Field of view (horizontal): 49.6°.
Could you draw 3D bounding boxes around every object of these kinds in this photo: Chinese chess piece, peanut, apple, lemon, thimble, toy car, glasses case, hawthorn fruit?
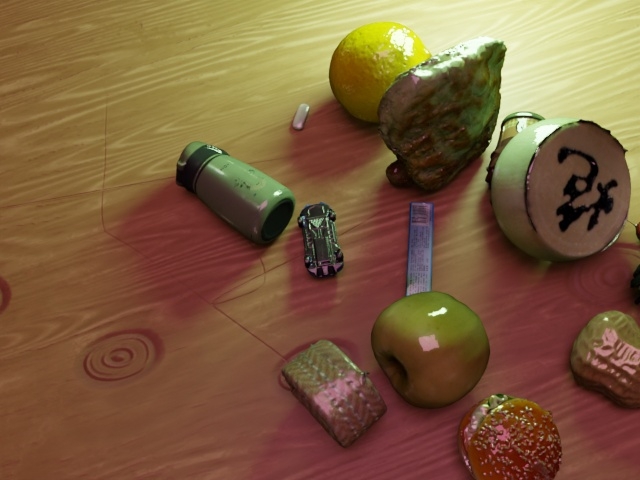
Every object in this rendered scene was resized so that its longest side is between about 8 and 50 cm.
[{"bbox_3d":[0.583,-0.121,1.669,0.349,0.146,0.349,-2,95,-22],"label":"Chinese chess piece"},{"bbox_3d":[0.698,0.279,1.589,0.233,0.110,0.197,32,84,17],"label":"peanut"},{"bbox_3d":[0.249,0.241,1.574,0.262,0.262,0.262,-2,66,4],"label":"apple"},{"bbox_3d":[0.161,-0.452,1.872,0.293,0.293,0.293,-2,66,4],"label":"lemon"},{"bbox_3d":[0.033,0.345,1.579,0.148,0.196,0.229,-37,39,-14],"label":"thimble"},{"bbox_3d":[0.000,0.000,1.801,0.103,0.063,0.216,-10,60,0],"label":"toy car"},{"bbox_3d":[-0.055,-0.354,1.982,0.032,0.021,0.083,12,68,13],"label":"glasses case"},{"bbox_3d":[0.810,-0.027,1.742,0.103,0.067,0.067,25,70,28],"label":"hawthorn fruit"}]

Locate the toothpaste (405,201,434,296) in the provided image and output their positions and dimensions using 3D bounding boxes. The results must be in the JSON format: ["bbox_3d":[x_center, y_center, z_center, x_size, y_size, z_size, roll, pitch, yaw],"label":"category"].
[{"bbox_3d":[0.253,0.029,1.771,0.065,0.050,0.267,3,67,6],"label":"toothpaste"}]

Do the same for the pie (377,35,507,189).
[{"bbox_3d":[0.317,-0.328,1.723,0.395,0.418,0.180,-38,63,-13],"label":"pie"}]

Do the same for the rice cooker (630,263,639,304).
[{"bbox_3d":[0.856,0.074,1.595,0.227,0.241,0.280,50,123,18],"label":"rice cooker"}]

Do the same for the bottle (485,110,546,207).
[{"bbox_3d":[0.516,-0.192,1.797,0.156,0.143,0.271,2,61,34],"label":"bottle"}]

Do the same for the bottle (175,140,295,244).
[{"bbox_3d":[-0.239,-0.140,1.832,0.347,0.168,0.168,35,74,23],"label":"bottle"}]

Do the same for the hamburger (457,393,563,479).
[{"bbox_3d":[0.414,0.453,1.519,0.236,0.147,0.237,-1,70,4],"label":"hamburger"}]
